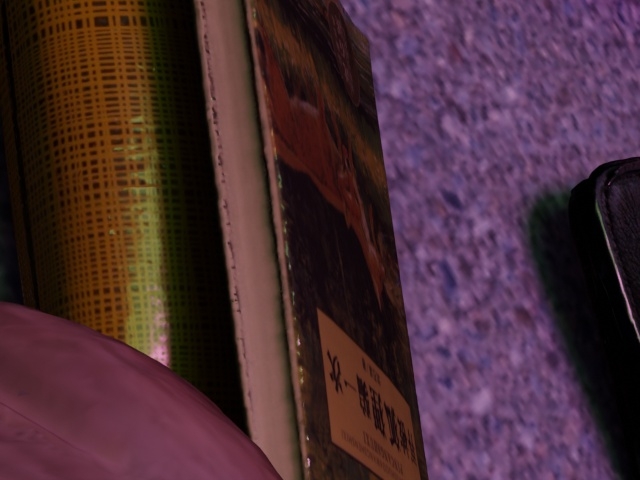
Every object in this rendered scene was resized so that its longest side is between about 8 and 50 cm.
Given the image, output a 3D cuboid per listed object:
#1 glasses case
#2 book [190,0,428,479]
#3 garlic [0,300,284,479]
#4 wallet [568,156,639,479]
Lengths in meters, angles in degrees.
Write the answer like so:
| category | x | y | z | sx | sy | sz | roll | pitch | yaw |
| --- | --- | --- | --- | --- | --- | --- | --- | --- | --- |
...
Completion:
| category | x | y | z | sx | sy | sz | roll | pitch | yaw |
| --- | --- | --- | --- | --- | --- | --- | --- | --- | --- |
| glasses case | -0.064 | -0.027 | 0.646 | 0.079 | 0.064 | 0.234 | 4 | 66 | -32 |
| book | 0.000 | 0.000 | 0.660 | 0.160 | 0.024 | 0.228 | 48 | 31 | -63 |
| garlic | -0.081 | 0.154 | 0.396 | 0.317 | 0.259 | 0.317 | 38 | 41 | -43 |
| wallet | 0.231 | 0.032 | 0.876 | 0.318 | 0.045 | 0.172 | -8 | 76 | -43 |
